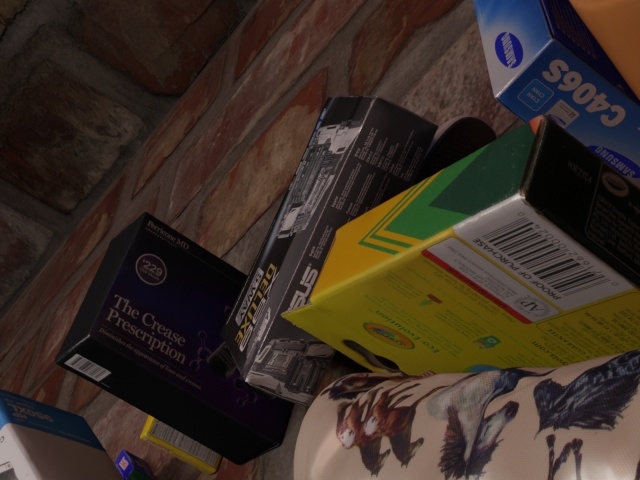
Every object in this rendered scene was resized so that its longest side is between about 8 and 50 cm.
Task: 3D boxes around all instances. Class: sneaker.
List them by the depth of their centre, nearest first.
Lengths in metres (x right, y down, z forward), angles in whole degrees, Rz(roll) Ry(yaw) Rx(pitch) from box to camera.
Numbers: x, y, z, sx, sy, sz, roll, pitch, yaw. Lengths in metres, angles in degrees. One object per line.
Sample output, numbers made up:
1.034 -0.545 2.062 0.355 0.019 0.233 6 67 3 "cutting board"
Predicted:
0.089 -0.004 1.240 0.123 0.106 0.290 -3 57 63 "sneaker"

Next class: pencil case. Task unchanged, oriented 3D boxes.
0.137 0.152 0.788 0.410 0.160 0.183 -17 39 57 "pencil case"

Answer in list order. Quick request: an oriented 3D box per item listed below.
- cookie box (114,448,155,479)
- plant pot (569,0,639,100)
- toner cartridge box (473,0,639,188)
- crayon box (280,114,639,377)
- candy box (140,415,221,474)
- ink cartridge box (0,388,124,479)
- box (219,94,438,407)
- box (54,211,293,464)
-0.284 0.360 1.652 0.107 0.040 0.092 -58 19 -3 "cookie box"
0.319 -0.193 0.855 0.291 0.203 0.291 -48 22 26 "plant pot"
0.231 -0.195 1.120 0.075 0.165 0.348 -47 21 27 "toner cartridge box"
0.134 0.040 0.928 0.318 0.202 0.081 -28 33 52 "crayon box"
-0.148 0.187 1.507 0.027 0.105 0.206 -39 25 52 "candy box"
-0.344 0.401 1.366 0.285 0.166 0.395 -56 40 5 "ink cartridge box"
0.000 0.000 1.237 0.307 0.077 0.242 -65 12 2 "box"
-0.151 0.118 1.388 0.103 0.261 0.184 -35 29 46 "box"
